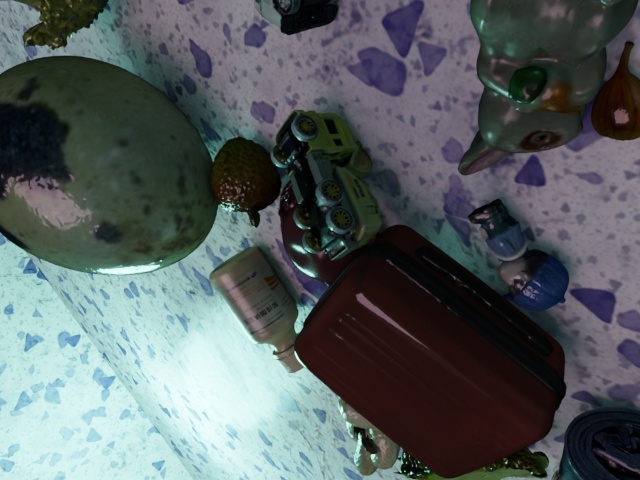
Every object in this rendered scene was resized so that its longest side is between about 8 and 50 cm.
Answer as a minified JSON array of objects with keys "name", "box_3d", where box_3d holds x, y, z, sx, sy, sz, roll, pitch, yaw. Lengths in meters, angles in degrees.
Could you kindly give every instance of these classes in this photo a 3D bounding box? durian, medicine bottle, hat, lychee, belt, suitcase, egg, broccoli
[{"name":"durian","box_3d":[0.217,0.335,0.798,0.132,0.106,0.375,22,151,-17]},{"name":"medicine bottle","box_3d":[-0.105,0.141,0.962,0.114,0.114,0.252,-20,105,51]},{"name":"hat","box_3d":[0.000,0.000,0.763,0.205,0.089,0.205,27,136,29]},{"name":"lychee","box_3d":[-0.117,-0.093,0.783,0.114,0.114,0.146,-26,72,51]},{"name":"belt","box_3d":[0.380,0.274,0.565,0.190,0.141,0.082,16,133,35]},{"name":"suitcase","box_3d":[0.134,0.144,0.643,0.297,0.161,0.236,39,135,4]},{"name":"egg","box_3d":[-0.371,-0.114,0.833,0.428,0.345,0.345,34,140,8]},{"name":"broccoli","box_3d":[-0.464,-0.421,0.753,0.247,0.243,0.263,45,149,-4]}]

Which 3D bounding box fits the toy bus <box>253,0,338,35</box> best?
[{"name":"toy bus","box_3d":[-0.029,-0.331,0.526,0.089,0.087,0.194,37,143,32]}]

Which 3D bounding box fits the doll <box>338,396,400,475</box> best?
[{"name":"doll","box_3d":[0.082,0.298,0.858,0.175,0.149,0.278,37,135,34]}]

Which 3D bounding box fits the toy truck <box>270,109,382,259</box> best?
[{"name":"toy truck","box_3d":[0.020,-0.075,0.645,0.085,0.116,0.191,-42,64,53]}]

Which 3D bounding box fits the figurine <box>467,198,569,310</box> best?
[{"name":"figurine","box_3d":[0.231,0.015,0.570,0.079,0.077,0.136,-19,97,35]}]

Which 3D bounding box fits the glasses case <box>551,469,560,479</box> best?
[{"name":"glasses case","box_3d":[0.395,0.435,0.756,0.073,0.049,0.194,6,124,42]}]

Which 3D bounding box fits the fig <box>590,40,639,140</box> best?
[{"name":"fig","box_3d":[0.264,-0.129,0.431,0.050,0.050,0.083,9,113,40]}]

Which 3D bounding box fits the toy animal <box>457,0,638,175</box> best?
[{"name":"toy animal","box_3d":[0.192,-0.143,0.451,0.125,0.127,0.251,54,167,29]}]
